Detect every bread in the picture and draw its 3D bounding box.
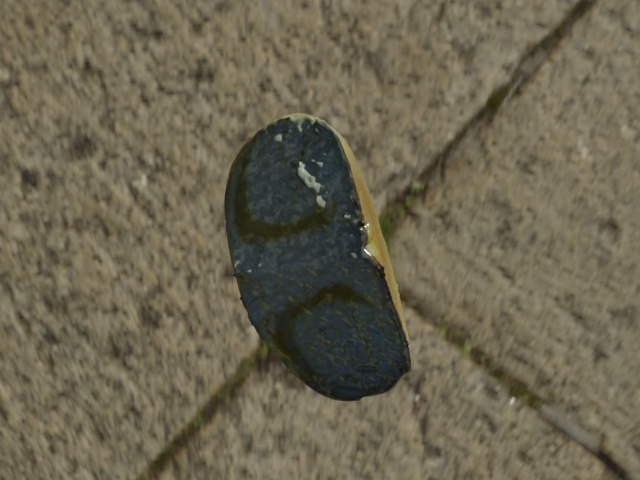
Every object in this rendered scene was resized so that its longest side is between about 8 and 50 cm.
[{"bbox_3d":[0.000,0.000,0.888,0.083,0.157,0.094,-13,28,19],"label":"bread"}]
